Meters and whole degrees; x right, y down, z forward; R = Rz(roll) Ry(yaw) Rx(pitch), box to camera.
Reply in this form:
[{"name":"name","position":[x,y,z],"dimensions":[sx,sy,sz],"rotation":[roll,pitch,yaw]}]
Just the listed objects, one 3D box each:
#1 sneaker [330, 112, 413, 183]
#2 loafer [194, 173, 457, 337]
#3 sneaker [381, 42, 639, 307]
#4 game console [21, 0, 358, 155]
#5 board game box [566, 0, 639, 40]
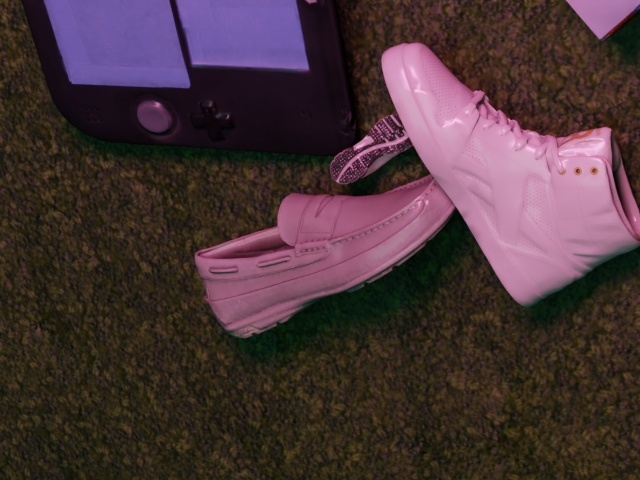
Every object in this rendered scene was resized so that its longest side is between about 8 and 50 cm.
[{"name":"sneaker","position":[0.059,-0.096,1.688],"dimensions":[0.109,0.044,0.040],"rotation":[-31,84,8]},{"name":"loafer","position":[0.000,0.000,1.706],"dimensions":[0.319,0.112,0.111],"rotation":[-27,102,30]},{"name":"sneaker","position":[0.196,-0.094,1.595],"dimensions":[0.169,0.108,0.292],"rotation":[-29,103,28]},{"name":"game console","position":[-0.148,-0.253,1.649],"dimensions":[0.342,0.060,0.386],"rotation":[8,132,23]},{"name":"board game box","position":[0.271,-0.392,1.467],"dimensions":[0.302,0.086,0.308],"rotation":[-41,87,30]}]
